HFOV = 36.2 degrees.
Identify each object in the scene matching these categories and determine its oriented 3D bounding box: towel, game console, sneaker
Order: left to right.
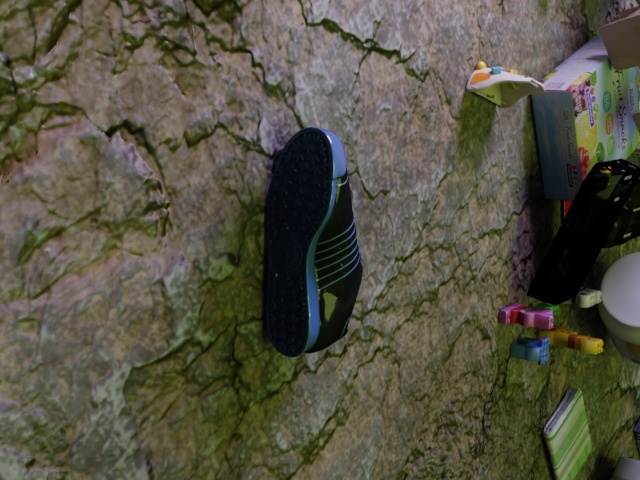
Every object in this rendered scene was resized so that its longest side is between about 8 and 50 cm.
[{"bbox_3d":[0.000,0.000,0.982,0.090,0.081,0.232,-11,114,-52],"label":"sneaker"},{"bbox_3d":[0.398,0.325,1.581,0.113,0.023,0.152,-44,132,-32],"label":"towel"},{"bbox_3d":[0.428,-0.022,1.458,0.361,0.044,0.213,-11,129,-55],"label":"game console"}]

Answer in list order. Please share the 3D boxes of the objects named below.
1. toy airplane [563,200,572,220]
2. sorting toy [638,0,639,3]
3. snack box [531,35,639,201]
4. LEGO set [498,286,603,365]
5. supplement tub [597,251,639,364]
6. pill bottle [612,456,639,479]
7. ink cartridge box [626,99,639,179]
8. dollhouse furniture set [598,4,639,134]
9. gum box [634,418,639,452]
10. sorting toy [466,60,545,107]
[{"bbox_3d":[0.403,-0.023,1.499,0.151,0.028,0.151,-18,113,-48],"label":"toy airplane"},{"bbox_3d":[0.524,-0.410,1.571,0.083,0.012,0.062,39,68,-48],"label":"sorting toy"},{"bbox_3d":[0.390,-0.179,1.415,0.207,0.070,0.174,-41,127,-39],"label":"snack box"},{"bbox_3d":[0.356,0.129,1.424,0.227,0.093,0.087,-12,108,-49],"label":"LEGO set"},{"bbox_3d":[0.522,0.110,1.559,0.200,0.144,0.144,44,64,-58],"label":"supplement tub"},{"bbox_3d":[0.531,0.541,1.664,0.176,0.176,0.318,30,75,-49],"label":"pill bottle"},{"bbox_3d":[0.592,-0.183,1.641,0.212,0.093,0.154,-60,138,-22],"label":"ink cartridge box"},{"bbox_3d":[0.582,-0.379,1.354,0.362,0.256,0.394,-34,104,-34],"label":"dollhouse furniture set"},{"bbox_3d":[0.670,0.371,1.901,0.157,0.041,0.184,-50,132,-31],"label":"gum box"},{"bbox_3d":[0.237,-0.195,1.222,0.083,0.075,0.044,13,88,-51],"label":"sorting toy"}]
